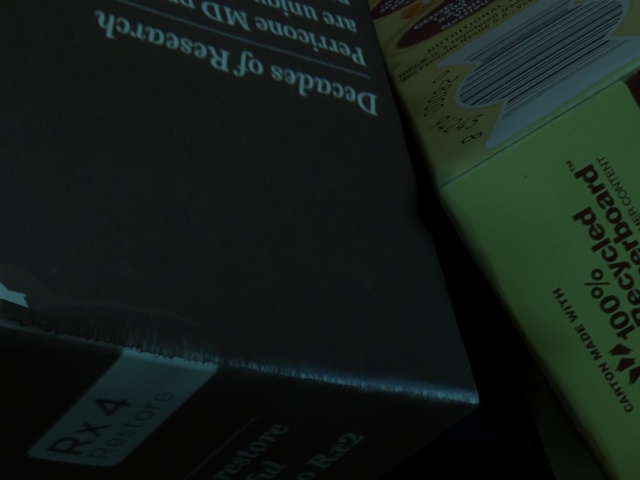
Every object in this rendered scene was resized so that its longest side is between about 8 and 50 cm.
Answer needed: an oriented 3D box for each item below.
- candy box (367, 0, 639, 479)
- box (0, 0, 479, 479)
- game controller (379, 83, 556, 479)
[{"bbox_3d":[0.097,-0.010,0.557,0.183,0.087,0.316,58,7,-18],"label":"candy box"},{"bbox_3d":[-0.100,-0.080,0.494,0.143,0.191,0.381,15,49,-34],"label":"box"},{"bbox_3d":[0.000,0.000,0.617,0.166,0.067,0.319,7,54,-39],"label":"game controller"}]
